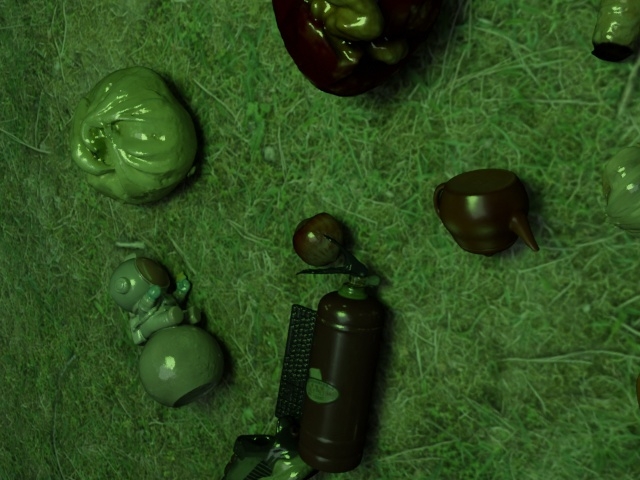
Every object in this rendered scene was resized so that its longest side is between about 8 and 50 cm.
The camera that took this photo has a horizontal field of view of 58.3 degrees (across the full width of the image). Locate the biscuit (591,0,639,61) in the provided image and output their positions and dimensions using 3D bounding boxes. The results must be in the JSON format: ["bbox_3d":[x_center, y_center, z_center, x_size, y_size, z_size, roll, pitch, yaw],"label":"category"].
[{"bbox_3d":[0.353,-0.318,0.650,0.055,0.061,0.219,-145,64,-71],"label":"biscuit"}]

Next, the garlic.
[{"bbox_3d":[0.370,-0.052,0.658,0.113,0.074,0.094,46,105,1],"label":"garlic"}]

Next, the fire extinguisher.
[{"bbox_3d":[0.019,0.162,0.847,0.138,0.102,0.343,5,100,-8],"label":"fire extinguisher"}]

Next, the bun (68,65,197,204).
[{"bbox_3d":[-0.340,-0.183,1.001,0.259,0.160,0.259,2,93,32],"label":"bun"}]

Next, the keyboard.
[{"bbox_3d":[-0.036,0.209,0.946,0.061,0.013,0.204,16,102,28],"label":"keyboard"}]

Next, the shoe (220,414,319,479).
[{"bbox_3d":[-0.101,0.371,0.958,0.228,0.099,0.112,-29,73,27],"label":"shoe"}]

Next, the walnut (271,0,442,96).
[{"bbox_3d":[0.023,-0.335,0.730,0.222,0.244,0.268,-37,72,28],"label":"walnut"}]

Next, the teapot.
[{"bbox_3d":[0.208,-0.029,0.741,0.173,0.116,0.116,24,108,53],"label":"teapot"}]

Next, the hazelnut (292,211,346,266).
[{"bbox_3d":[0.000,0.000,0.870,0.087,0.086,0.086,3,96,29],"label":"hazelnut"}]

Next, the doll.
[{"bbox_3d":[-0.283,0.148,1.013,0.151,0.151,0.287,-42,70,26],"label":"doll"}]

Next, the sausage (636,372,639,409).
[{"bbox_3d":[0.418,0.225,0.668,0.062,0.054,0.183,-24,79,-3],"label":"sausage"}]
